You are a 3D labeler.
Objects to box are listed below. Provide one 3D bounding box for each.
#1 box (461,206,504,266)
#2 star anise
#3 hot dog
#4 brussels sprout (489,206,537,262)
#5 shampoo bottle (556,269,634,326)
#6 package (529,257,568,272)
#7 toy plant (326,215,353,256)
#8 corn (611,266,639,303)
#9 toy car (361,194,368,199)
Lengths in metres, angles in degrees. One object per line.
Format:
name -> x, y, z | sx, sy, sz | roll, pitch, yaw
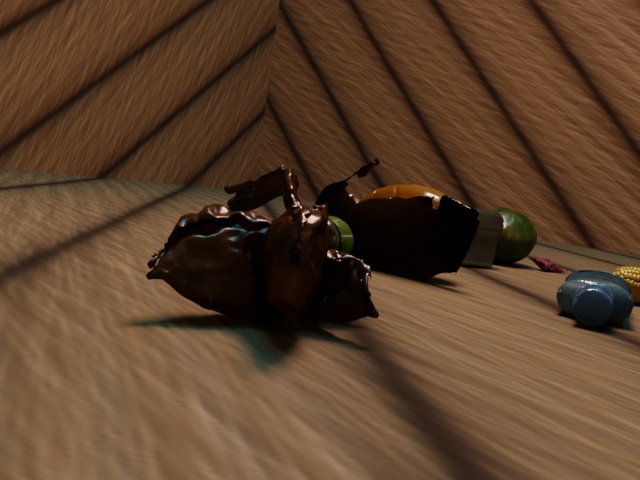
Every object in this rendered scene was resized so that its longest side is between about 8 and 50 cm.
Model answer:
box -> 0.312, -0.017, 1.459 | 0.148, 0.129, 0.210 | 5, 6, -21
star anise -> -0.059, 0.005, 0.668 | 0.237, 0.148, 0.346 | 9, 15, -17
hot dog -> 0.144, -0.038, 1.135 | 0.326, 0.194, 0.107 | 28, 22, 34
brussels sprout -> 0.451, -0.009, 1.565 | 0.161, 0.144, 0.181 | -29, -2, 32
shampoo bottle -> 0.414, 0.084, 0.951 | 0.104, 0.061, 0.258 | 9, 6, 24
package -> 0.556, 0.061, 1.541 | 0.083, 0.029, 0.059 | 15, 6, -24
toy plant -> 0.000, 0.000, 1.057 | 0.093, 0.093, 0.162 | 11, 7, 26
corn -> 0.626, 0.092, 1.144 | 0.206, 0.067, 0.067 | 12, 7, 12
toy car -> 0.095, -0.007, 1.285 | 0.126, 0.098, 0.161 | -37, 53, -18
